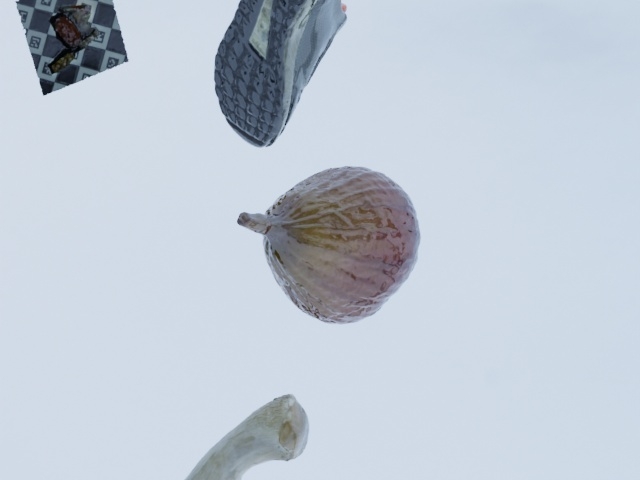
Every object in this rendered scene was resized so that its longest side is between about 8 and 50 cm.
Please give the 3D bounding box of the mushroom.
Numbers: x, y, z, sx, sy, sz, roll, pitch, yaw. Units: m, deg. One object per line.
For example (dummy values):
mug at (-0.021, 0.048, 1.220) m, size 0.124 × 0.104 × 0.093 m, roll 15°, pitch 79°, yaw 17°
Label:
mushroom at (-0.091, 0.214, 1.138) m, size 0.202 × 0.054 × 0.059 m, roll -39°, pitch 149°, yaw 1°

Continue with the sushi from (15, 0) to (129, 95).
sushi at (-0.286, -0.246, 1.507) m, size 0.120 × 0.026 × 0.126 m, roll -19°, pitch 82°, yaw 15°

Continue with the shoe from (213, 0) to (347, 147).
shoe at (-0.038, -0.294, 1.806) m, size 0.132 × 0.171 × 0.336 m, roll 34°, pitch 129°, yaw 20°

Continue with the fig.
fig at (0.014, -0.001, 0.923) m, size 0.119 × 0.119 × 0.153 m, roll 12°, pitch 174°, yaw 12°
